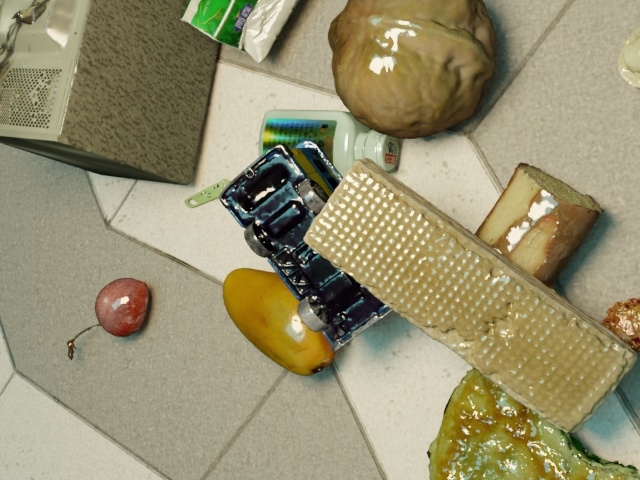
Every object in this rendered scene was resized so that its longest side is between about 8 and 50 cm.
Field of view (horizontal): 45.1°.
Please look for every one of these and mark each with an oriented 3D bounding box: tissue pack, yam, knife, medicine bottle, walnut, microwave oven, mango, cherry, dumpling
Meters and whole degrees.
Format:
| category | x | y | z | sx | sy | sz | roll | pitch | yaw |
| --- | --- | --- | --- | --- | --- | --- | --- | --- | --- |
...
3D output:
| category | x | y | z | sx | sy | sz | roll | pitch | yaw |
| --- | --- | --- | --- | --- | --- | --- | --- | --- | --- |
| tissue pack | -0.104 | -0.419 | 1.297 | 0.156 | 0.148 | 0.209 | 36 | 103 | 28 |
| yam | 0.266 | 0.020 | 1.057 | 0.128 | 0.129 | 0.238 | 32 | 106 | 4 |
| knife | -0.167 | -0.099 | 1.385 | 0.207 | 0.014 | 0.030 | -20 | 78 | 29 |
| medicine bottle | 0.011 | -0.149 | 1.243 | 0.228 | 0.083 | 0.121 | 7 | 97 | 32 |
| walnut | 0.127 | -0.271 | 1.104 | 0.248 | 0.248 | 0.249 | -3 | 84 | 31 |
| microwave oven | -0.371 | -0.347 | 1.328 | 0.236 | 0.374 | 0.433 | 8 | 86 | 32 |
| mango | -0.068 | 0.116 | 1.254 | 0.253 | 0.113 | 0.139 | 34 | 111 | 35 |
| cherry | -0.400 | 0.157 | 1.458 | 0.225 | 0.090 | 0.107 | -49 | 67 | 18 |
| dumpling | 0.431 | -0.245 | 1.031 | 0.052 | 0.057 | 0.076 | -28 | 99 | -11 |

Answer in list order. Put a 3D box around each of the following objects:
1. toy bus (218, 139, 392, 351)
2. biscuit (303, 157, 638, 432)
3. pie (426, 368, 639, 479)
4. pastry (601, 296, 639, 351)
| category | x | y | z | sx | sy | sz | roll | pitch | yaw |
| --- | --- | --- | --- | --- | --- | --- | --- | --- | --- |
| toy bus | 0.000 | 0.000 | 1.143 | 0.138 | 0.175 | 0.288 | -38 | 88 | 18 |
| biscuit | 0.183 | 0.070 | 0.977 | 0.426 | 0.078 | 0.144 | 35 | 106 | 7 |
| pie | 0.296 | 0.344 | 1.039 | 0.296 | 0.078 | 0.371 | -49 | 63 | 17 |
| pastry | 0.440 | 0.111 | 0.978 | 0.169 | 0.063 | 0.087 | -8 | 85 | 29 |
